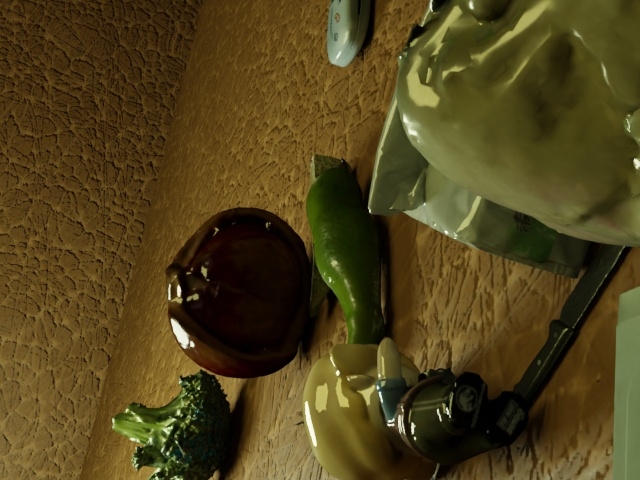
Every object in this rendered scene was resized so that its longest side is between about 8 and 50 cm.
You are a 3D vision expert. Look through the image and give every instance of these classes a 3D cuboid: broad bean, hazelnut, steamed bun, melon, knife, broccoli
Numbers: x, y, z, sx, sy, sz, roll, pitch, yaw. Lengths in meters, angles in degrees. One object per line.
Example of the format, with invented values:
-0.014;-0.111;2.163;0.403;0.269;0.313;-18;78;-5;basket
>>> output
0.019;0.028;0.968;0.098;0.056;0.318;-18;44;25;broad bean
-0.092;0.068;1.133;0.201;0.170;0.160;-102;6;-48;hazelnut
0.187;-0.105;0.398;0.268;0.207;0.280;-53;-4;18;steamed bun
0.003;-0.007;1.101;0.182;0.054;0.098;-91;20;-45;melon
0.165;0.041;0.616;0.170;0.010;0.023;-64;25;25;knife
-0.197;0.258;1.290;0.154;0.160;0.167;-49;-22;-57;broccoli

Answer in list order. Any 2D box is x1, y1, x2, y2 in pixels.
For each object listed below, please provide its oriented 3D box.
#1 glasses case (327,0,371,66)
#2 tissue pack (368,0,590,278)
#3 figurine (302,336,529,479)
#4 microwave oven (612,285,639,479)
0.038;-0.307;1.282;0.067;0.045;0.178;129;153;-49;glasses case
0.122;-0.111;0.663;0.159;0.145;0.229;-143;71;-73;tissue pack
0.062;0.120;0.693;0.196;0.114;0.108;-33;43;59;figurine
0.200;0.069;0.289;0.208;0.123;0.162;138;145;-60;microwave oven
